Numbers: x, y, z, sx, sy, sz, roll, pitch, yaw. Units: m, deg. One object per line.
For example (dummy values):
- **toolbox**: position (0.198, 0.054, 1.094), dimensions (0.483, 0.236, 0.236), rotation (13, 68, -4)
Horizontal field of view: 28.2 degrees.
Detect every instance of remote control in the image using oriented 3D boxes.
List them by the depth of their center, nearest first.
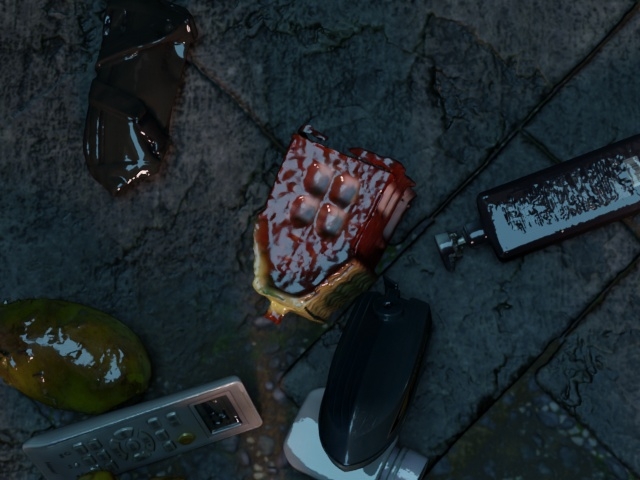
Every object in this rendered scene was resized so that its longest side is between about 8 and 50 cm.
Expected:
- **remote control**: position (-0.242, 0.254, 1.735), dimensions (0.313, 0.109, 0.055), rotation (-18, 45, 4)

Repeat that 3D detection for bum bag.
- **bum bag**: position (-0.263, -0.221, 1.840), dimensions (0.142, 0.080, 0.326), rotation (6, 80, 13)

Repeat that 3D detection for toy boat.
- **toy boat**: position (0.066, 0.185, 1.637), dimensions (0.114, 0.122, 0.296), rotation (9, 40, 13)

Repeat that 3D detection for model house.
- **model house**: position (0.000, 0.000, 1.699), dimensions (0.160, 0.196, 0.254), rotation (26, 85, 13)

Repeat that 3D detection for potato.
- **potato**: position (-0.346, 0.159, 1.755), dimensions (0.251, 0.113, 0.149), rotation (22, 88, 11)

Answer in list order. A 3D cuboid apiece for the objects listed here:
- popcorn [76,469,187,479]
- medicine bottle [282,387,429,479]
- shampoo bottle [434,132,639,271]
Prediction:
- **popcorn**: position (-0.233, 0.432, 1.615), dimensions (0.315, 0.281, 0.297), rotation (-21, 93, 16)
- **medicine bottle**: position (0.049, 0.279, 1.695), dimensions (0.183, 0.069, 0.119), rotation (24, 73, 13)
- **shampoo bottle**: position (0.303, -0.043, 1.725), dimensions (0.309, 0.071, 0.098), rotation (-20, 77, 4)
